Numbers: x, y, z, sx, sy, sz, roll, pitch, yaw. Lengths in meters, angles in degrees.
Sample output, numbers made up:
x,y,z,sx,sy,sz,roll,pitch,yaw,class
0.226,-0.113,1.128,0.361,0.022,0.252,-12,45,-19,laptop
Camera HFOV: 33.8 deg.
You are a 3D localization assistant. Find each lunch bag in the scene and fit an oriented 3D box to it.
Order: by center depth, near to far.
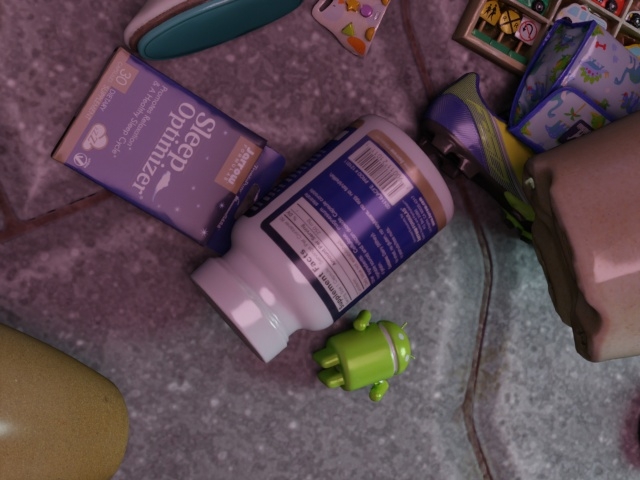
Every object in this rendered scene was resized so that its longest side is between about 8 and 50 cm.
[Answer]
x,y,z,sx,sy,sz,roll,pitch,yaw,class
0.294,-0.154,1.192,0.129,0.096,0.151,33,89,-24,lunch bag

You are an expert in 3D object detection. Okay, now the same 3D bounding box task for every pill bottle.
x,y,z,sx,sy,sz,roll,pitch,yaw,class
0.000,0.000,1.128,0.264,0.153,0.153,-40,107,-9,pill bottle

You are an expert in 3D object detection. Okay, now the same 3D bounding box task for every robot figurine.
x,y,z,sx,sy,sz,roll,pitch,yaw,class
0.052,0.131,1.206,0.115,0.067,0.101,-16,100,-16,robot figurine

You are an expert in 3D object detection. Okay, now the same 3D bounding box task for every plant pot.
x,y,z,sx,sy,sz,roll,pitch,yaw,class
-0.319,0.181,1.010,0.254,0.237,0.237,17,92,-48,plant pot
0.384,-0.019,1.075,0.305,0.334,0.334,-17,102,3,plant pot

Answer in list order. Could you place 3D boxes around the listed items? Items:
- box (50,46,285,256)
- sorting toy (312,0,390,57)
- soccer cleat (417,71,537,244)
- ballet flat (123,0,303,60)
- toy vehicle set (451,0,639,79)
x,y,z,sx,sy,sz,roll,pitch,yaw,class
-0.154,-0.089,1.130,0.225,0.036,0.136,31,87,-20,box
0.033,-0.258,1.170,0.075,0.045,0.083,24,89,0,sorting toy
0.243,-0.079,1.228,0.289,0.093,0.121,39,82,-18,soccer cleat
-0.025,-0.307,1.093,0.400,0.139,0.139,-21,103,-3,ballet flat
0.304,-0.253,1.254,0.267,0.035,0.166,25,89,-19,toy vehicle set
